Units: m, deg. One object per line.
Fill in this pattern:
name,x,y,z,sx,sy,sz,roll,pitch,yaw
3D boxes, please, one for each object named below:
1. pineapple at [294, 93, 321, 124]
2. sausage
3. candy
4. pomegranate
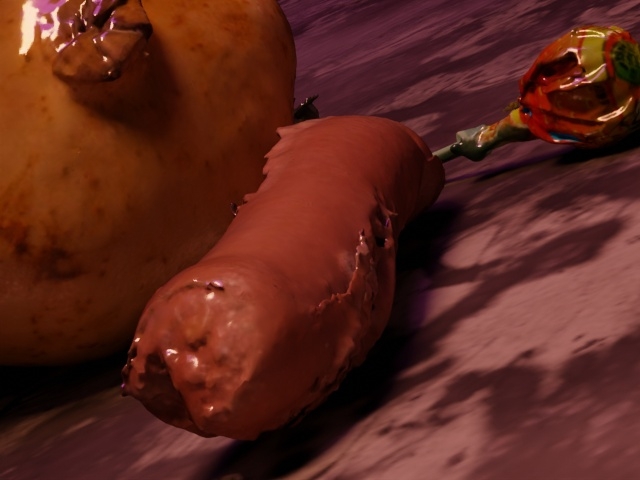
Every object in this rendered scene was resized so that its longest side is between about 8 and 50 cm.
pineapple,-0.044,-0.076,1.169,0.124,0.058,0.058,8,31,45
sausage,-0.001,0.000,0.674,0.078,0.078,0.304,-20,13,18
candy,0.078,-0.050,0.829,0.201,0.060,0.060,-24,9,44
pomegranate,-0.127,-0.055,0.795,0.248,0.248,0.248,-23,12,5
